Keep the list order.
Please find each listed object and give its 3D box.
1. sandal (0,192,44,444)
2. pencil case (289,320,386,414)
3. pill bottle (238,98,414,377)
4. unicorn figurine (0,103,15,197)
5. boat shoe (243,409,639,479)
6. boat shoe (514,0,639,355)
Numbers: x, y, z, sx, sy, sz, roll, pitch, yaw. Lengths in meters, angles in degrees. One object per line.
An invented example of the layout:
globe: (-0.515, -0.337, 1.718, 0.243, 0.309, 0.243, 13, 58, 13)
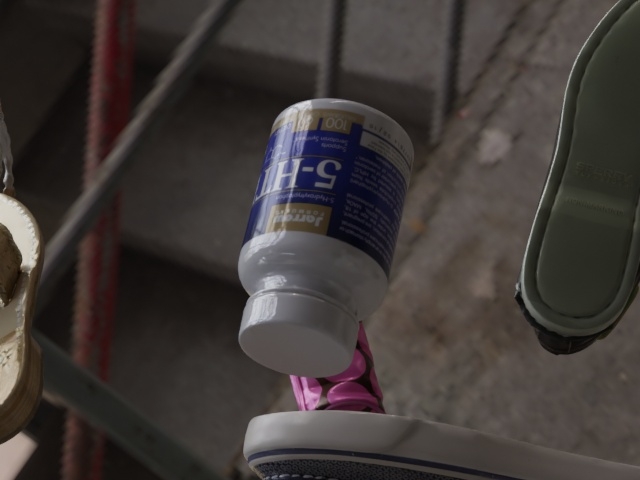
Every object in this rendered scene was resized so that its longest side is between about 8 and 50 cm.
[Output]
sandal: (-0.213, 0.015, 1.114, 0.088, 0.079, 0.240, -26, 38, 3)
pencil case: (-0.002, 0.110, 1.941, 0.095, 0.098, 0.209, -40, 53, 28)
pill bottle: (0.000, 0.000, 1.404, 0.112, 0.112, 0.187, -11, 52, 35)
unicorn figurine: (-0.283, -0.077, 1.589, 0.060, 0.111, 0.162, -8, 25, -17)
boat shoe: (0.106, 0.217, 1.279, 0.340, 0.127, 0.158, 10, 73, 3)
boat shoe: (0.166, -0.044, 1.072, 0.081, 0.069, 0.228, 21, 71, 10)
